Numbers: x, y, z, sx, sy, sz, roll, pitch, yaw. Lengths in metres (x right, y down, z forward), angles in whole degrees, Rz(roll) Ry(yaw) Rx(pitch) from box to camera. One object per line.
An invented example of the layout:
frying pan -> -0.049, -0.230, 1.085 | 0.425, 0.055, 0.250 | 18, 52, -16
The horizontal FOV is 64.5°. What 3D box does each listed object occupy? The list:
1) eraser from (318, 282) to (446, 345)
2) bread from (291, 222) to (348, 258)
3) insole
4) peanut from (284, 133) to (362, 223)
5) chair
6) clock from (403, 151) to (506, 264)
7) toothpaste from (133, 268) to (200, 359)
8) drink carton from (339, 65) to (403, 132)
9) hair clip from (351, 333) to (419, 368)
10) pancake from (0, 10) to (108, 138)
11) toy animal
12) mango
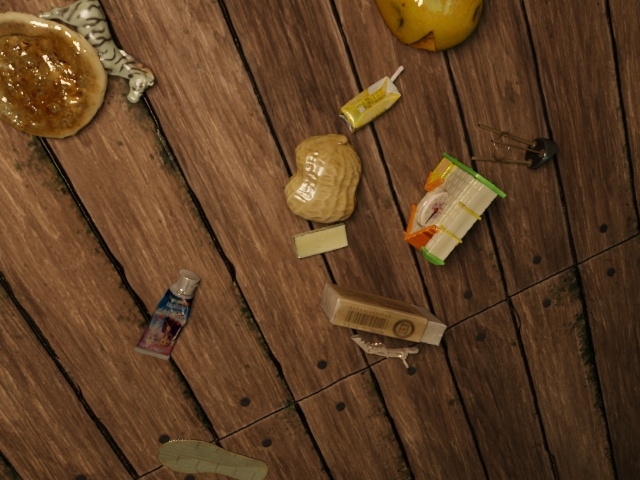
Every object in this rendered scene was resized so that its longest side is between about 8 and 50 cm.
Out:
eraser -> 0.174, 0.210, 1.437 | 0.344, 0.144, 0.078 | 16, 100, -18
bread -> 0.000, 0.000, 1.388 | 0.154, 0.028, 0.068 | -15, 110, -11
insole -> -0.318, 0.664, 1.518 | 0.349, 0.009, 0.119 | 24, 99, -20
peanut -> 0.013, -0.159, 1.300 | 0.197, 0.110, 0.232 | 9, 106, -17
chair -> 0.541, -0.254, 1.425 | 0.222, 0.104, 0.095 | 6, 131, -12
clock -> 0.330, -0.081, 1.356 | 0.106, 0.220, 0.255 | 31, 104, -20
toothpaste -> -0.397, 0.201, 1.337 | 0.096, 0.061, 0.266 | 23, 106, -21
drink carton -> 0.146, -0.359, 1.290 | 0.200, 0.084, 0.074 | -35, 89, -1
hair clip -> 0.187, 0.336, 1.538 | 0.226, 0.034, 0.072 | 16, 103, -18
pancake -> -0.591, -0.339, 1.068 | 0.283, 0.049, 0.282 | 0, 127, -1
toy animal -> -0.499, -0.405, 1.106 | 0.170, 0.090, 0.255 | -33, 120, 5
mango -> 0.230, -0.616, 1.191 | 0.365, 0.182, 0.253 | 42, 96, -11
